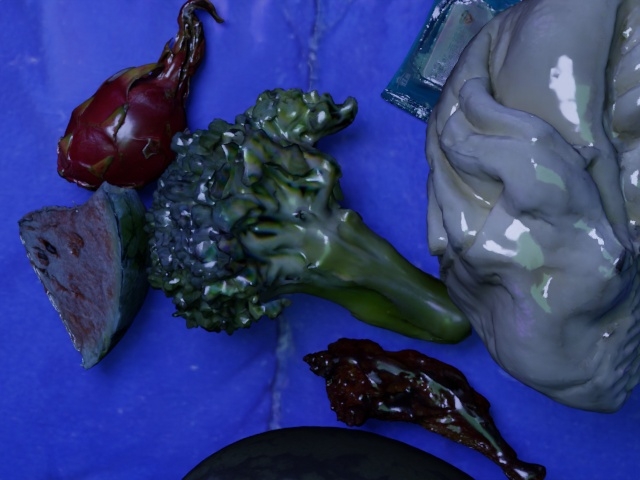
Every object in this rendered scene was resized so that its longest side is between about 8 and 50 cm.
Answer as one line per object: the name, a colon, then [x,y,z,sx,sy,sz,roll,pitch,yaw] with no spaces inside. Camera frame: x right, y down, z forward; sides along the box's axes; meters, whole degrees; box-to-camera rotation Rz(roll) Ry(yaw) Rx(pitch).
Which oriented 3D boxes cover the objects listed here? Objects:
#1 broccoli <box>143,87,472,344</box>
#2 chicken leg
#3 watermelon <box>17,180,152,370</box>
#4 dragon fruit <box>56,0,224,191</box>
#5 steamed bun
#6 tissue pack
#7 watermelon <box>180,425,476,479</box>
broccoli: [-0.003,-0.019,0.992,0.275,0.177,0.198,5,78,-21]
chicken leg: [0.087,0.139,1.023,0.219,0.089,0.048,23,141,0]
watermelon: [-0.191,0.008,1.021,0.139,0.071,0.187,35,130,23]
dragon fruit: [-0.137,-0.112,1.006,0.094,0.094,0.190,39,89,-1]
steamed bun: [0.178,-0.050,0.914,0.206,0.275,0.320,17,71,32]
tissue pack: [0.117,-0.158,1.009,0.085,0.028,0.138,29,103,4]
watermelon: [0.011,0.285,0.945,0.360,0.279,0.278,16,98,3]
